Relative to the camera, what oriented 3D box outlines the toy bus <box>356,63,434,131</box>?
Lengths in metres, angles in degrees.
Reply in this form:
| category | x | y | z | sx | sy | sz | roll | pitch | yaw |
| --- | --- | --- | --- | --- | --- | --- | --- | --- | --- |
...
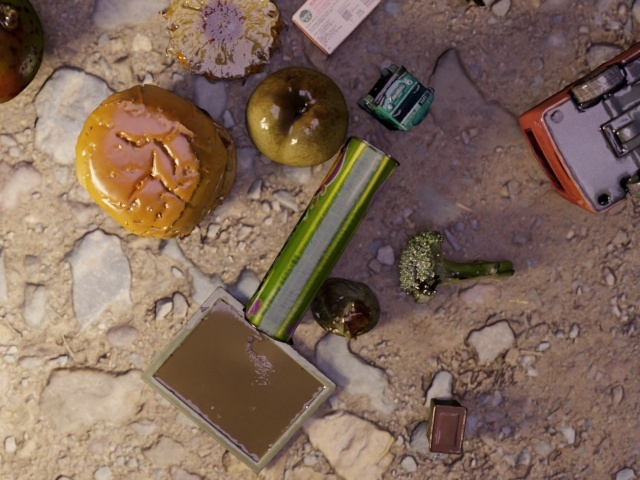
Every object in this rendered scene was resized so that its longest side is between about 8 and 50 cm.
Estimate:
| category | x | y | z | sx | sy | sz | roll | pitch | yaw |
| --- | --- | --- | --- | --- | --- | --- | --- | --- | --- |
| toy bus | 0.120 | -0.221 | 1.218 | 0.091 | 0.160 | 0.079 | 38 | 93 | -8 |

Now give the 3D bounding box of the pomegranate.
| category | x | y | z | sx | sy | sz | roll | pitch | yaw |
| --- | --- | --- | --- | --- | --- | --- | --- | --- | --- |
| pomegranate | -0.547 | -0.297 | 1.162 | 0.245 | 0.198 | 0.198 | -12 | 97 | -1 |

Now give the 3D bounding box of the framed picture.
| category | x | y | z | sx | sy | sz | roll | pitch | yaw |
| --- | --- | --- | --- | --- | --- | --- | --- | --- | --- |
| framed picture | -0.141 | 0.243 | 1.330 | 0.273 | 0.016 | 0.216 | 42 | 94 | -6 |

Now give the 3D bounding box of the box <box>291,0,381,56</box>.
| category | x | y | z | sx | sy | sz | roll | pitch | yaw |
| --- | --- | --- | --- | --- | --- | --- | --- | --- | --- |
| box | 0.026 | -0.375 | 1.254 | 0.125 | 0.043 | 0.089 | -45 | 97 | 3 |

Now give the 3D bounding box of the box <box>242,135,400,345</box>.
| category | x | y | z | sx | sy | sz | roll | pitch | yaw |
| --- | --- | --- | --- | --- | --- | --- | --- | --- | --- |
| box | 0.000 | 0.000 | 1.251 | 0.097 | 0.134 | 0.346 | 31 | 93 | -7 |

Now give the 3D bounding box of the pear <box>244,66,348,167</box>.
| category | x | y | z | sx | sy | sz | roll | pitch | yaw |
| --- | --- | --- | --- | --- | --- | --- | --- | --- | --- |
| pear | -0.035 | -0.195 | 1.224 | 0.167 | 0.136 | 0.167 | 2 | 79 | -12 |

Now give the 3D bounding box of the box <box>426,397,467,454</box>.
| category | x | y | z | sx | sy | sz | roll | pitch | yaw |
| --- | --- | --- | --- | --- | --- | --- | --- | --- | --- |
| box | 0.215 | 0.320 | 1.332 | 0.060 | 0.063 | 0.085 | 5 | 95 | -5 |

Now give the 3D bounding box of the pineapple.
| category | x | y | z | sx | sy | sz | roll | pitch | yaw |
| --- | --- | --- | --- | --- | --- | --- | --- | --- | --- |
| pineapple | -0.162 | -0.356 | 1.247 | 0.221 | 0.047 | 0.221 | 0 | 97 | -1 |

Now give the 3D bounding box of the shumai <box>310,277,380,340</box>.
| category | x | y | z | sx | sy | sz | roll | pitch | yaw |
| --- | --- | --- | --- | --- | --- | --- | --- | --- | --- |
| shumai | 0.043 | 0.121 | 1.289 | 0.123 | 0.087 | 0.099 | 12 | 97 | -3 |

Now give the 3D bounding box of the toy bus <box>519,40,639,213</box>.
| category | x | y | z | sx | sy | sz | roll | pitch | yaw |
| --- | --- | --- | --- | --- | --- | --- | --- | --- | --- |
| toy bus | 0.545 | -0.228 | 1.206 | 0.426 | 0.233 | 0.203 | -31 | 97 | 3 |

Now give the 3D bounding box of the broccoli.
| category | x | y | z | sx | sy | sz | roll | pitch | yaw |
| --- | --- | --- | --- | --- | --- | --- | --- | --- | --- |
| broccoli | 0.228 | 0.048 | 1.292 | 0.204 | 0.118 | 0.123 | 4 | 85 | -19 |

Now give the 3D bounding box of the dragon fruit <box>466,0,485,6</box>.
| category | x | y | z | sx | sy | sz | roll | pitch | yaw |
| --- | --- | --- | --- | --- | --- | --- | --- | --- | --- |
| dragon fruit | 0.253 | -0.459 | 1.221 | 0.130 | 0.121 | 0.142 | 53 | 121 | 24 |

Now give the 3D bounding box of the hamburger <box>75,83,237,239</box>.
| category | x | y | z | sx | sy | sz | roll | pitch | yaw |
| --- | --- | --- | --- | --- | --- | --- | --- | --- | --- |
| hamburger | -0.255 | -0.120 | 1.210 | 0.244 | 0.163 | 0.245 | 0 | 96 | -5 |
